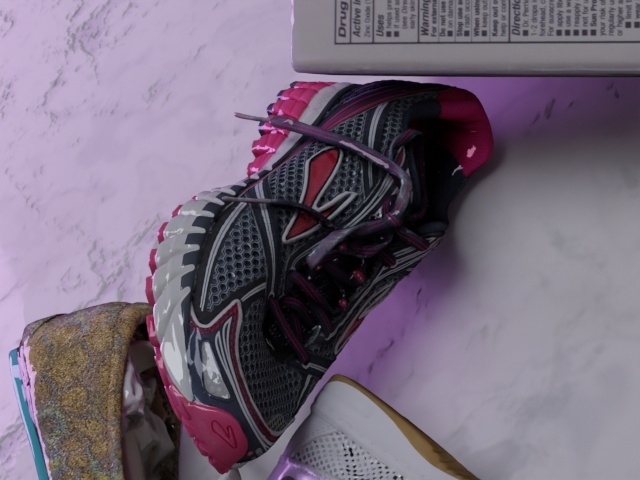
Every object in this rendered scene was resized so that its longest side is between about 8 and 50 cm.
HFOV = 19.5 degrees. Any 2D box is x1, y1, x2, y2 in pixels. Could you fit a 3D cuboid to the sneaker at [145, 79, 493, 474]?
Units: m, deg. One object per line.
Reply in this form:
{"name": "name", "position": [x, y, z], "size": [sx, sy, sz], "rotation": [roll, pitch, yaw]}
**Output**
{"name": "sneaker", "position": [0.000, 0.000, 0.994], "size": [0.112, 0.120, 0.299], "rotation": [-4, 37, 28]}

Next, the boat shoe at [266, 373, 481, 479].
{"name": "boat shoe", "position": [0.065, 0.166, 0.901], "size": [0.096, 0.098, 0.277], "rotation": [-50, 37, -5]}

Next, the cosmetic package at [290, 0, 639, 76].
{"name": "cosmetic package", "position": [0.143, -0.160, 0.993], "size": [0.296, 0.129, 0.153], "rotation": [4, 95, 28]}

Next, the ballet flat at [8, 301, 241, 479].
{"name": "ballet flat", "position": [-0.091, 0.169, 0.996], "size": [0.123, 0.123, 0.348], "rotation": [-29, 48, 14]}
